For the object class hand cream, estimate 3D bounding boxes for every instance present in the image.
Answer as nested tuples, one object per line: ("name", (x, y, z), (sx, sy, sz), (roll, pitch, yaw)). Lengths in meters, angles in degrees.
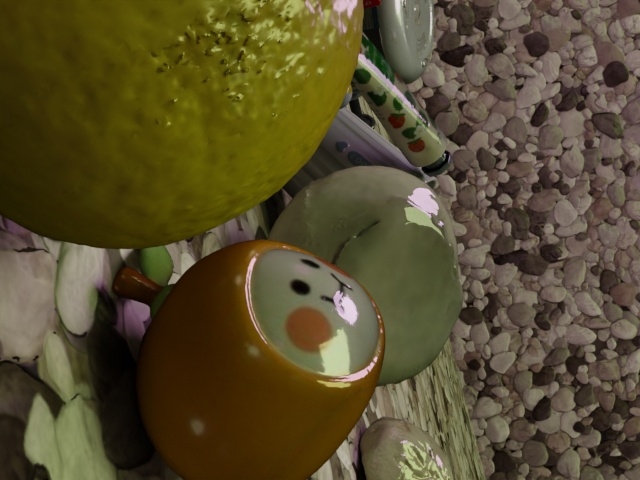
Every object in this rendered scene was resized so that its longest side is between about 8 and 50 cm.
("hand cream", (0.085, -0.186, 1.061), (0.276, 0.059, 0.095), (47, 33, -35))

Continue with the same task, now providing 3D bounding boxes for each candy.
("candy", (0.038, 0.050, 1.030), (0.185, 0.296, 0.295), (26, -41, 62))

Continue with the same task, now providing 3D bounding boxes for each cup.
("cup", (0.025, -0.078, 1.187), (0.202, 0.166, 0.221), (43, 45, 13))

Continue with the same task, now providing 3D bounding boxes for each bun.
("bun", (0.148, 0.395, 1.344), (0.231, 0.133, 0.230), (-13, 90, -77))

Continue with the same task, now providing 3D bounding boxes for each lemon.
("lemon", (-0.112, -0.131, 0.498), (0.293, 0.293, 0.292), (-15, 90, -78))

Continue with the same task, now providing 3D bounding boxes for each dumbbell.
("dumbbell", (0.082, -0.315, 1.968), (0.254, 0.110, 0.110), (71, 11, -46))

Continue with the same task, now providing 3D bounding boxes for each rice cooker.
("rice cooker", (0.059, -0.422, 1.574), (0.288, 0.277, 0.288), (1, 90, -69))

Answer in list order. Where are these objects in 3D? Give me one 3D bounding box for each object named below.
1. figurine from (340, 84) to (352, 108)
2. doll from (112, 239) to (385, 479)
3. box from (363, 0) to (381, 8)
("figurine", (-0.044, -0.294, 1.146), (0.261, 0.186, 0.382), (41, 22, -5))
("doll", (-0.076, 0.086, 0.670), (0.236, 0.213, 0.213), (31, 18, -1))
("box", (-0.011, -0.426, 1.371), (0.050, 0.230, 0.122), (60, 21, -72))
